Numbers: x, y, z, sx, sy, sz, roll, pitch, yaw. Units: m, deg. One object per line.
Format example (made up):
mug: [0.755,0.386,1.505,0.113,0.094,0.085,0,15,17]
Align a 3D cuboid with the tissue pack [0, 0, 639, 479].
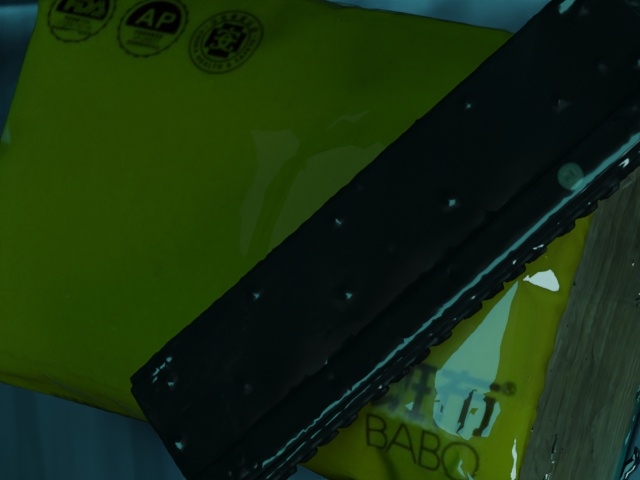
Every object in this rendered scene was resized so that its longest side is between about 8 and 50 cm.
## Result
tissue pack: [0.000,0.000,0.697,0.270,0.134,0.192,13,83,28]

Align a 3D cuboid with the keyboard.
keyboard: [0.033,0.003,0.594,0.231,0.023,0.072,-42,59,9]
